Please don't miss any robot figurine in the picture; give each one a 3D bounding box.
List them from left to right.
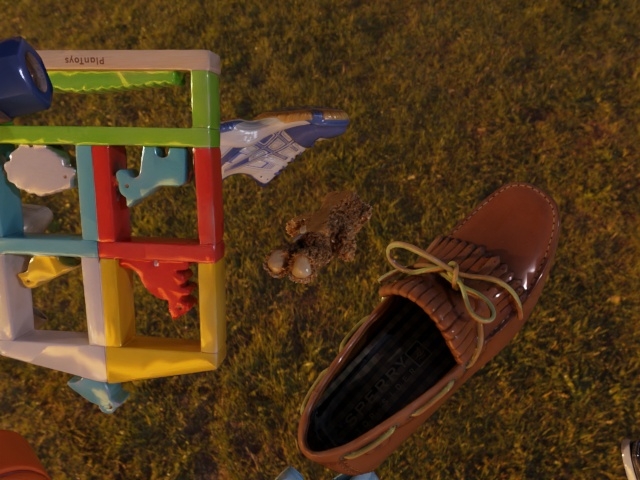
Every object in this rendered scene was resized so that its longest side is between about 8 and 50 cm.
[{"bbox_3d":[-0.432,0.338,0.663,0.128,0.157,0.220,-16,25,-42],"label":"robot figurine"}]

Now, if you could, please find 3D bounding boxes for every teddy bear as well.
[{"bbox_3d":[0.000,0.000,1.340,0.245,0.113,0.338,-8,34,30],"label":"teddy bear"}]

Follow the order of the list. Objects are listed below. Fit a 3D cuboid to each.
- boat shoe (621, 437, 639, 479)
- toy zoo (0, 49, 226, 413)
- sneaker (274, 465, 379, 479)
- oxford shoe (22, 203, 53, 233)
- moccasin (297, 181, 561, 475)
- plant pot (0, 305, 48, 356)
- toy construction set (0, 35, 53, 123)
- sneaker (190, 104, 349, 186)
[{"bbox_3d":[0.347,0.264,0.511,0.046,0.038,0.125,-8,81,-46],"label":"boat shoe"},{"bbox_3d":[-0.174,0.001,0.408,0.193,0.292,0.030,2,11,6],"label":"toy zoo"},{"bbox_3d":[-0.071,0.449,0.810,0.366,0.135,0.150,-11,77,-14],"label":"sneaker"},{"bbox_3d":[-0.776,-0.022,1.201,0.397,0.140,0.146,5,40,33],"label":"oxford shoe"},{"bbox_3d":[0.117,0.082,0.539,0.380,0.147,0.139,-42,62,-3],"label":"moccasin"},{"bbox_3d":[-0.709,0.146,0.953,0.284,0.284,0.190,28,70,21],"label":"plant pot"},{"bbox_3d":[-0.246,-0.130,0.133,0.309,0.257,0.237,9,25,-13],"label":"toy construction set"},{"bbox_3d":[-0.090,-0.171,0.932,0.297,0.130,0.112,-11,20,-5],"label":"sneaker"}]
